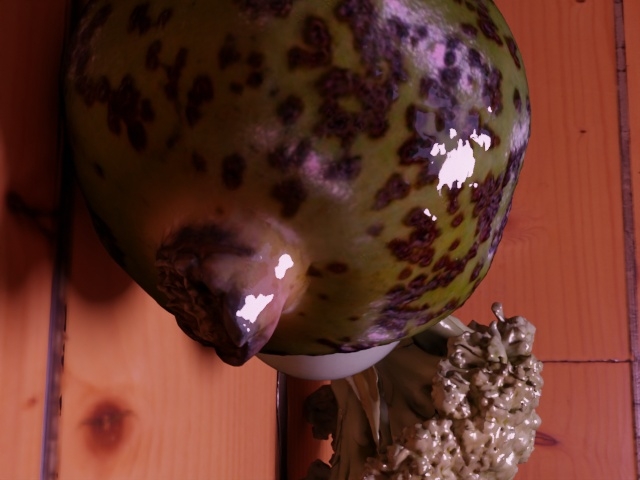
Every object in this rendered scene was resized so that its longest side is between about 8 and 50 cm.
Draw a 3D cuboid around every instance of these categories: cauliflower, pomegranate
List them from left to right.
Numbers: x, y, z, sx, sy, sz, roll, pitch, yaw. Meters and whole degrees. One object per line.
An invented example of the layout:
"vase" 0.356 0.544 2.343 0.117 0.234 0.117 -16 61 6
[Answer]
"pomegranate" -0.016 -0.049 0.523 0.270 0.254 0.254 -60 149 -46
"cauliflower" 0.085 0.164 1.044 0.327 0.281 0.260 -30 150 -29

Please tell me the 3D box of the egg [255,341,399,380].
"egg" 0.000 0.000 0.769 0.168 0.168 0.231 76 11 -49

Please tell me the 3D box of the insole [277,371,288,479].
"insole" -0.037 0.189 0.993 0.045 0.002 0.135 22 67 -78
